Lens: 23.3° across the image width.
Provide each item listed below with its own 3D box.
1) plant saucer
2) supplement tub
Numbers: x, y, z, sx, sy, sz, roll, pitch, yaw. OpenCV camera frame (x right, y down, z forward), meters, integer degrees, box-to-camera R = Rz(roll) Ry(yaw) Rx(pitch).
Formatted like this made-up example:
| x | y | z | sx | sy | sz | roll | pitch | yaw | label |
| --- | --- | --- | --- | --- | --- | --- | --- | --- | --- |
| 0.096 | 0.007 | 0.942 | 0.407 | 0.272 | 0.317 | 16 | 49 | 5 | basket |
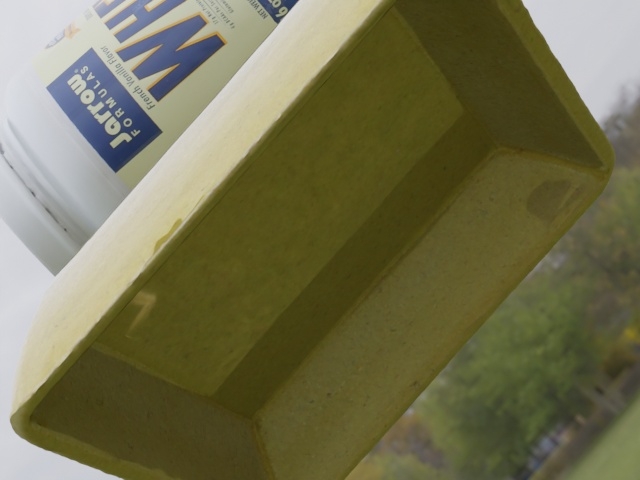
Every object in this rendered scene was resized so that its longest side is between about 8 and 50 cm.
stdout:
| x | y | z | sx | sy | sz | roll | pitch | yaw | label |
| --- | --- | --- | --- | --- | --- | --- | --- | --- | --- |
| 0.000 | 0.000 | 0.892 | 0.333 | 0.081 | 0.333 | -48 | -31 | 1 | plant saucer |
| -0.111 | -0.110 | 1.293 | 0.325 | 0.235 | 0.235 | -41 | -11 | 1 | supplement tub |
